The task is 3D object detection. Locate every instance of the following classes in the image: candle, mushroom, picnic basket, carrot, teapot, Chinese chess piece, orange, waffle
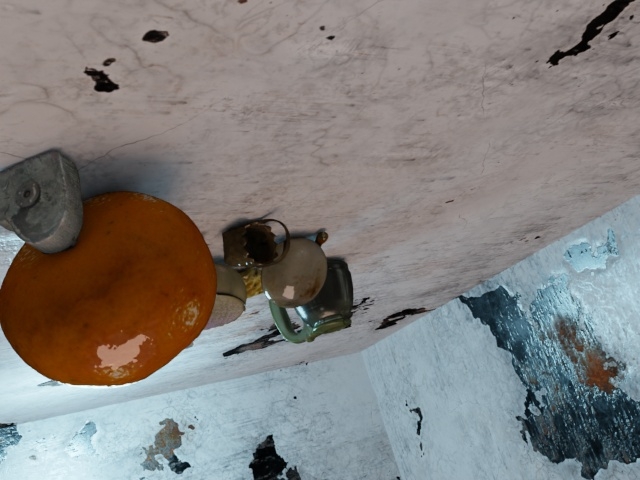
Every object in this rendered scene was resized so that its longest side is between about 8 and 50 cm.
[{"bbox_3d":[-0.495,-0.076,1.082,0.168,0.192,0.068,-61,162,-10],"label":"candle"},{"bbox_3d":[-0.085,0.095,1.852,0.227,0.226,0.178,0,-165,-41],"label":"mushroom"},{"bbox_3d":[-0.159,0.009,1.614,0.179,0.127,0.138,-9,171,32],"label":"picnic basket"},{"bbox_3d":[0.000,0.000,1.883,0.035,0.035,0.142,-13,167,-13],"label":"carrot"},{"bbox_3d":[-0.028,0.224,2.161,0.322,0.239,0.239,-16,160,0],"label":"teapot"},{"bbox_3d":[-0.358,0.174,1.846,0.270,0.112,0.270,-9,149,-5],"label":"Chinese chess piece"},{"bbox_3d":[-0.410,0.102,1.218,0.424,0.423,0.326,-22,130,11],"label":"orange"},{"bbox_3d":[-0.291,0.163,2.040,0.250,0.056,0.261,-18,159,-1],"label":"waffle"}]

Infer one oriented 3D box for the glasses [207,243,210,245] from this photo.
[{"bbox_3d":[-0.381,0.105,1.622,0.088,0.220,0.189,25,154,-3],"label":"glasses"}]
